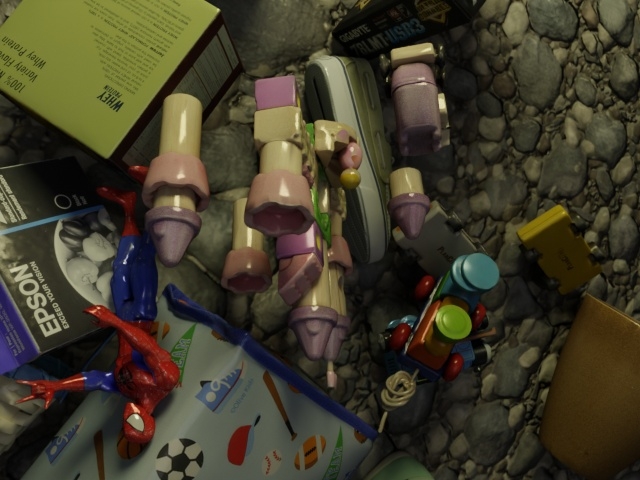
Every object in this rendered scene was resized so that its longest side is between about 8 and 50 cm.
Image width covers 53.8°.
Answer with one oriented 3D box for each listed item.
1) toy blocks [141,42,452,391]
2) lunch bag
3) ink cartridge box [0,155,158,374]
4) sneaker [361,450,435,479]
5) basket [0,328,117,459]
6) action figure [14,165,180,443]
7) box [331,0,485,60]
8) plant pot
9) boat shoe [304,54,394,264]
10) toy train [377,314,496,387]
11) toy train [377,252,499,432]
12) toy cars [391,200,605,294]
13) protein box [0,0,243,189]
[{"bbox_3d":[0.000,0.000,0.678,0.309,0.288,0.259,-8,62,11],"label":"toy blocks"},{"bbox_3d":[-0.123,0.293,0.792,0.327,0.239,0.385,-54,131,-10],"label":"lunch bag"},{"bbox_3d":[-0.308,0.019,0.666,0.208,0.045,0.206,-26,82,-48],"label":"ink cartridge box"},{"bbox_3d":[0.074,0.431,0.921,0.256,0.151,0.094,-43,108,-11],"label":"sneaker"},{"bbox_3d":[-0.381,0.096,0.709,0.255,0.201,0.288,39,78,-15],"label":"basket"},{"bbox_3d":[-0.214,0.060,0.625,0.139,0.092,0.280,12,61,-49],"label":"action figure"},{"bbox_3d":[0.174,-0.382,0.821,0.073,0.295,0.293,39,82,-20],"label":"box"},{"bbox_3d":[0.474,0.253,1.030,0.237,0.237,0.254,27,100,-19],"label":"plant pot"},{"bbox_3d":[0.061,-0.119,0.901,0.094,0.109,0.302,-16,98,-23],"label":"boat shoe"},{"bbox_3d":[0.180,0.160,0.966,0.184,0.080,0.105,-9,79,-15],"label":"toy train"},{"bbox_3d":[0.154,0.136,0.837,0.105,0.143,0.248,30,62,5],"label":"toy train"},{"bbox_3d":[0.279,0.002,0.993,0.394,0.087,0.176,1,130,-18],"label":"toy cars"},{"bbox_3d":[-0.236,-0.200,0.734,0.200,0.136,0.201,33,82,11],"label":"protein box"}]
